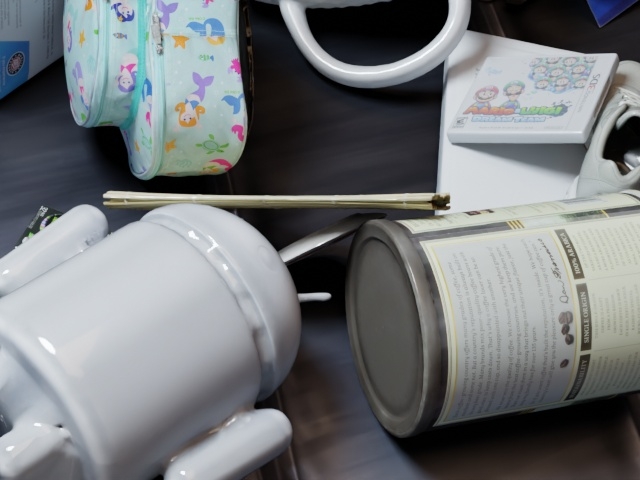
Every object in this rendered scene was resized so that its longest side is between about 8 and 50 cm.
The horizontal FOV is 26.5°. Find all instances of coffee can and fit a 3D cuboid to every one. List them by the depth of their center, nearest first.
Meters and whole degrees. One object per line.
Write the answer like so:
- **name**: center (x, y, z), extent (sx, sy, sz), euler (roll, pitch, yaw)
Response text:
- **coffee can**: center (0.186, 0.065, 1.285), extent (0.275, 0.201, 0.201), euler (-7, 54, -18)

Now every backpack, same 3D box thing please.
- **backpack**: center (-0.160, -0.187, 1.380), extent (0.191, 0.225, 0.253), euler (-10, 89, -19)

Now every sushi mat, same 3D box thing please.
- **sushi mat**: center (-0.038, -0.038, 1.314), extent (0.317, 0.151, 0.019), euler (0, 92, 10)

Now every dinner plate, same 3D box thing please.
- **dinner plate**: center (0.000, 0.000, 1.341), extent (0.141, 0.141, 0.017), euler (-25, 86, -28)

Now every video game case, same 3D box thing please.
- **video game case**: center (0.234, -0.157, 1.491), extent (0.157, 0.019, 0.143), euler (3, 44, 30)

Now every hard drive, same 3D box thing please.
- **hard drive**: center (0.236, -0.107, 1.537), extent (0.203, 0.040, 0.307), euler (11, 51, -4)

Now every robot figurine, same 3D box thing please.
- **robot figurine**: center (-0.160, 0.095, 1.186), extent (0.353, 0.199, 0.300), euler (-32, 72, -31)

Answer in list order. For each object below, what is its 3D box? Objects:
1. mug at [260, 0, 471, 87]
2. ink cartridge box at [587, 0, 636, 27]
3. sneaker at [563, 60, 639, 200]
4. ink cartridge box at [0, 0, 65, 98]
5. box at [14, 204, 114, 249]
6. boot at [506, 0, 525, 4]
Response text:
- **mug**: center (0.049, -0.360, 1.558), extent (0.328, 0.276, 0.374), euler (-14, 85, 11)
- **ink cartridge box**: center (0.340, -0.449, 1.686), extent (0.165, 0.065, 0.332), euler (-38, 104, -21)
- **sneaker**: center (0.336, -0.118, 1.463), extent (0.099, 0.121, 0.262), euler (18, 50, 0)
- **ink cartridge box**: center (-0.337, -0.326, 1.484), extent (0.197, 0.198, 0.270), euler (35, 52, 16)
- **box**: center (-0.248, 0.015, 1.326), extent (0.083, 0.052, 0.062), euler (22, 52, 4)
- **boot**: center (0.227, -0.338, 1.724), extent (0.118, 0.042, 0.087), euler (25, 45, 6)
